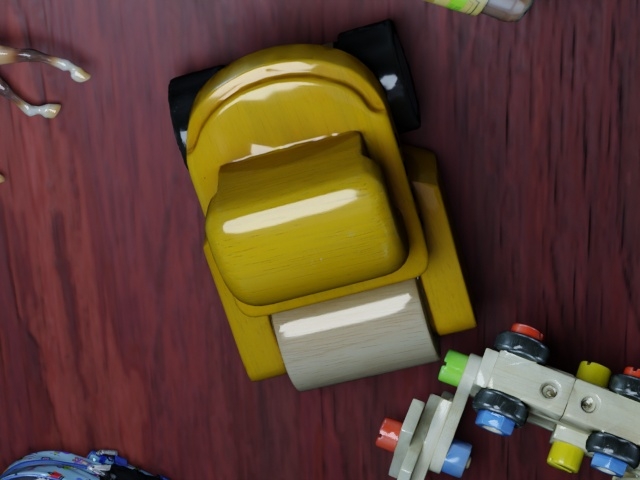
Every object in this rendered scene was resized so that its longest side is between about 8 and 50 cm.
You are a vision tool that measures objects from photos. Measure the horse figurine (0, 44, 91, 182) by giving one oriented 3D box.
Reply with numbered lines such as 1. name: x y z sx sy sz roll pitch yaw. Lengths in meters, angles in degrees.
1. horse figurine: -0.318 -0.113 1.437 0.174 0.066 0.263 32 111 -21

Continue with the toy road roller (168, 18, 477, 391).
1. toy road roller: 0.000 0.000 1.395 0.203 0.240 0.329 -14 117 8

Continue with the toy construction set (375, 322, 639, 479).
1. toy construction set: 0.214 0.169 1.533 0.328 0.215 0.151 6 76 3

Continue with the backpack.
1. backpack: -0.236 0.266 1.604 0.173 0.117 0.158 23 116 -12

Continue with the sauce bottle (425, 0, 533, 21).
1. sauce bottle: 0.008 -0.265 1.334 0.344 0.111 0.111 17 116 -6
